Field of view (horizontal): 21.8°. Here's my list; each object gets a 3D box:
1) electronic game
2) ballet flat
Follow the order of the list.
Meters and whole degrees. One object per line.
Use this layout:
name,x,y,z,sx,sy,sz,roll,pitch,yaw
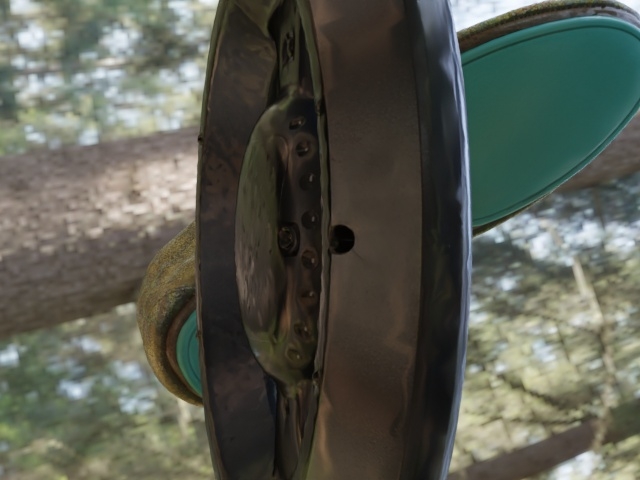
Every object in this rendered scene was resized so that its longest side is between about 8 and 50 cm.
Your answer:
electronic game,0.000,0.000,0.500,0.229,0.048,0.229,-179,-90,-75
ballet flat,0.035,-0.037,0.977,0.123,0.348,0.123,52,-6,7
